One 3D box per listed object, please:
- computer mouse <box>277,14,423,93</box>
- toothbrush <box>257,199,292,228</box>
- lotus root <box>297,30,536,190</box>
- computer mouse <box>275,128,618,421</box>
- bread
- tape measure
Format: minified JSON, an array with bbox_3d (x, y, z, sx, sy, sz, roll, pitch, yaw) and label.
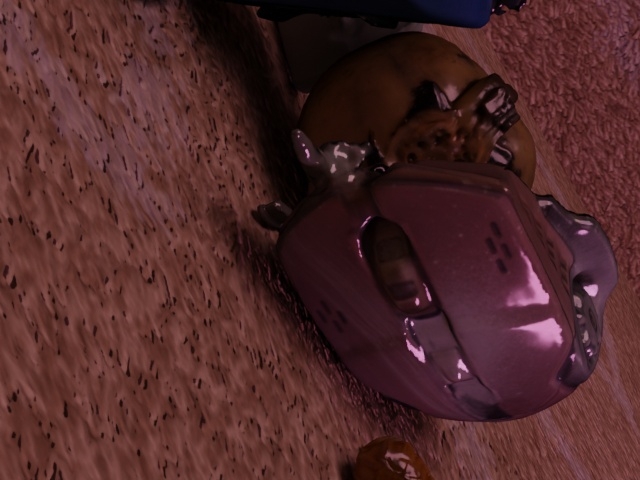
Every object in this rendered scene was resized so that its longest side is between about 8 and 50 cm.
[{"bbox_3d":[0.020,-0.212,1.372,0.079,0.128,0.231,55,13,-28],"label":"computer mouse"},{"bbox_3d":[-0.002,0.001,1.134,0.194,0.017,0.014,35,36,-65],"label":"toothbrush"},{"bbox_3d":[0.073,-0.071,1.228,0.183,0.182,0.310,61,5,-5],"label":"lotus root"},{"bbox_3d":[0.086,0.039,1.053,0.389,0.199,0.115,42,37,-52],"label":"computer mouse"},{"bbox_3d":[0.068,0.193,0.980,0.157,0.044,0.052,62,20,-1],"label":"bread"},{"bbox_3d":[-0.007,-0.206,1.127,0.351,0.215,0.098,-3,101,-63],"label":"tape measure"}]
